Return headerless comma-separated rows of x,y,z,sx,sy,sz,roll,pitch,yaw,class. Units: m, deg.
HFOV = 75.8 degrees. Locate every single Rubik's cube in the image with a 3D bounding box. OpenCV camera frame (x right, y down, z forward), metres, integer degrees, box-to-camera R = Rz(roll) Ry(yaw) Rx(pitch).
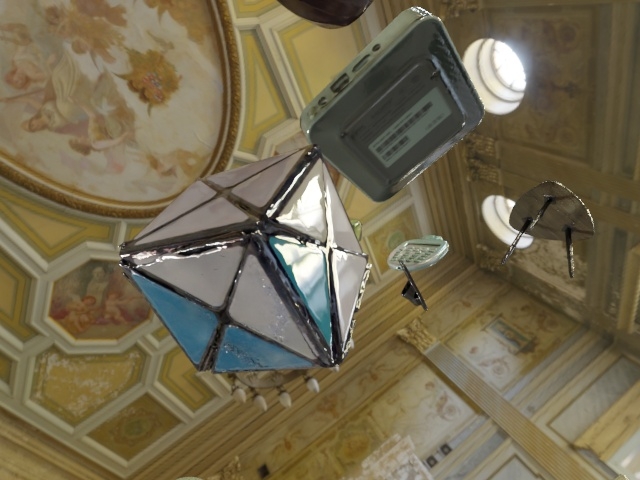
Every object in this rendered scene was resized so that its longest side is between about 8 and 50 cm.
-0.110,0.042,0.760,0.306,0.310,0.306,-10,-61,24,Rubik's cube

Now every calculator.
0.348,0.043,1.451,0.295,0.183,0.042,-30,-65,-47,calculator

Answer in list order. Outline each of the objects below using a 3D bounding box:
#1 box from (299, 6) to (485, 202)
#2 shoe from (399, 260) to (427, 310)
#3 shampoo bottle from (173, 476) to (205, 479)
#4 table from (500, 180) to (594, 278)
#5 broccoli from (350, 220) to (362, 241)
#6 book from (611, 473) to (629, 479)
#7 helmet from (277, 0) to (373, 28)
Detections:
0.194,-0.316,1.063,0.396,0.111,0.396,-41,-42,16,box
0.250,0.136,1.179,0.053,0.062,0.160,-26,-86,1,shoe
-0.127,0.323,0.407,0.134,0.359,0.078,28,-113,-1,shampoo bottle
0.844,-0.011,1.601,0.249,0.317,0.318,-53,-47,-29,table
-0.022,-0.002,1.332,0.324,0.271,0.334,-63,-27,5,broccoli
0.582,0.644,0.926,0.269,0.025,0.191,-32,-57,-2,book
-0.012,-0.517,0.759,0.304,0.177,0.225,6,-29,-30,helmet
